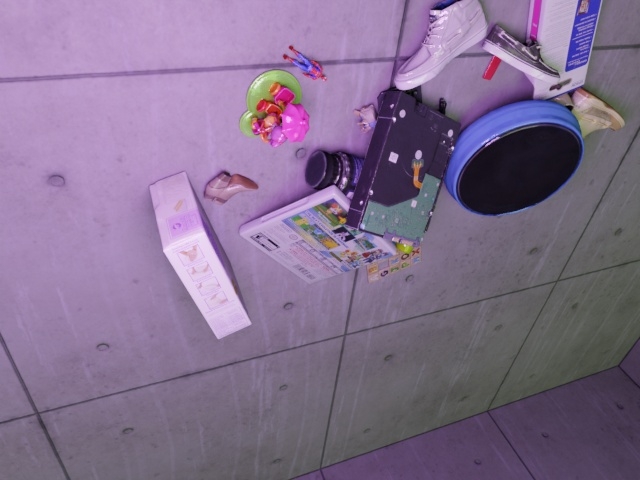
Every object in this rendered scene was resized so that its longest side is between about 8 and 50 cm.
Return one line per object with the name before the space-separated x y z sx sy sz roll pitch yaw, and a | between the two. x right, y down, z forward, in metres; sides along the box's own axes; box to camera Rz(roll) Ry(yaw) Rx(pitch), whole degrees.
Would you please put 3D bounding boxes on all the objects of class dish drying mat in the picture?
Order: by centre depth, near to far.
dish drying mat | 0.448 -0.455 1.298 0.032 0.008 0.083 2 126 -30

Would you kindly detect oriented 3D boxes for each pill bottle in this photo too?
pill bottle | 0.075 -0.156 1.284 0.219 0.123 0.123 12 122 -34

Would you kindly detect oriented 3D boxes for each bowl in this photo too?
bowl | 0.549 -0.214 1.430 0.390 0.077 0.391 -6 142 -5

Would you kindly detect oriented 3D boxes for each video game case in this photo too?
video game case | 0.000 0.000 1.363 0.299 0.036 0.329 -21 141 27

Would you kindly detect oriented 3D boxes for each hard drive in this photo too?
hard drive | 0.208 -0.166 1.253 0.236 0.064 0.339 13 95 -37

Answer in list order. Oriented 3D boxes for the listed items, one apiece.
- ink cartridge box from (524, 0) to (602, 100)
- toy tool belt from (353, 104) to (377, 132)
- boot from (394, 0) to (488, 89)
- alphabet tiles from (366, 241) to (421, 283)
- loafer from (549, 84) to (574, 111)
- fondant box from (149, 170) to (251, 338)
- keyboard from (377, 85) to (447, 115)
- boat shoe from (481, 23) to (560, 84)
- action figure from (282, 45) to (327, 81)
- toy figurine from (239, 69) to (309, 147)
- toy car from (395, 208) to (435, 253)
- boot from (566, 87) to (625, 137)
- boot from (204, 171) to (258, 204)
ink cartridge box | 0.611 -0.539 1.269 0.175 0.069 0.371 -22 133 -9
toy tool belt | 0.115 -0.292 1.246 0.051 0.052 0.083 -6 136 20
boot | 0.259 -0.464 1.144 0.258 0.095 0.123 -39 130 -4
alphabet tiles | 0.233 0.025 1.609 0.198 0.009 0.237 -21 135 -9
loafer | 0.608 -0.319 1.441 0.101 0.092 0.269 19 118 -38
fondant box | -0.279 0.040 1.188 0.096 0.238 0.330 -24 136 -6
keyboard | 0.260 -0.283 1.336 0.201 0.033 0.317 -25 136 -7
boat shoe | 0.506 -0.454 1.235 0.219 0.078 0.070 23 120 -12
action figure | -0.028 -0.380 1.102 0.115 0.030 0.038 21 112 -41
toy figurine | -0.091 -0.257 1.082 0.173 0.159 0.130 -46 134 16
toy car | 0.203 -0.078 1.444 0.188 0.149 0.155 24 104 -11
boot | 0.784 -0.331 1.523 0.261 0.095 0.204 9 127 -39
boot | -0.221 -0.120 1.225 0.118 0.042 0.087 19 124 -37
